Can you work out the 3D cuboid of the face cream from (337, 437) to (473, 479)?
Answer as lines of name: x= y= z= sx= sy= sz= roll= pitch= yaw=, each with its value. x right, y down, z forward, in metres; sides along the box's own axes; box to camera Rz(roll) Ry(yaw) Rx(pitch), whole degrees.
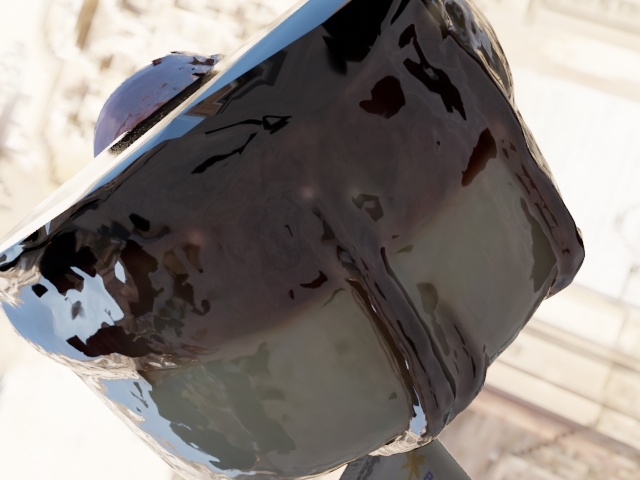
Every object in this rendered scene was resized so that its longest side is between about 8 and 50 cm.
face cream: x=0.080 y=0.209 z=1.348 sx=0.224 sy=0.070 sz=0.114 roll=55 pitch=-129 yaw=-34

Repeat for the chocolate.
chocolate: x=0.000 y=0.000 z=0.914 sx=0.283 sy=0.283 sz=0.186 roll=-43 pitch=-82 yaw=-28

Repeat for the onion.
onion: x=-0.070 y=-0.047 z=1.139 sx=0.131 sy=0.131 sz=0.131 roll=-25 pitch=-54 yaw=-41
